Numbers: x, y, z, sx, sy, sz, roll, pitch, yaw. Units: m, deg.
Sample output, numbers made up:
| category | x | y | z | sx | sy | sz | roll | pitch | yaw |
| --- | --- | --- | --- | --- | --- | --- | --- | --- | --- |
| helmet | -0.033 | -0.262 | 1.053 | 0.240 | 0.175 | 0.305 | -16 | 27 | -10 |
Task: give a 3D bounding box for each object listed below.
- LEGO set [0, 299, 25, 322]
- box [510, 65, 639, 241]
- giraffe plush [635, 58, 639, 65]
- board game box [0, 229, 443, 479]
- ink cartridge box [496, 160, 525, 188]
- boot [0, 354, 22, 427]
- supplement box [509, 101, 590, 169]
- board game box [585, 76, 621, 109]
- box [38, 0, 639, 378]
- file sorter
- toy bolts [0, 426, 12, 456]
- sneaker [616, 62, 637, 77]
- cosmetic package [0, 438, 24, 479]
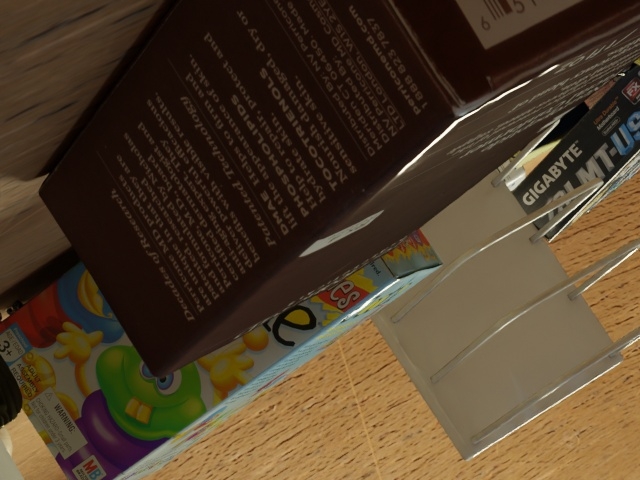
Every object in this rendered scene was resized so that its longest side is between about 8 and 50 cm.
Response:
| category | x | y | z | sx | sy | sz | roll | pitch | yaw |
| --- | --- | --- | --- | --- | --- | --- | --- | --- | --- |
| LEGO set | -0.245 | 0.074 | 1.407 | 0.083 | 0.023 | 0.054 | -33 | 174 | 15 |
| box | 0.344 | -0.152 | 1.910 | 0.295 | 0.073 | 0.293 | -50 | 169 | 33 |
| giraffe plush | 0.295 | -0.193 | 1.393 | 0.170 | 0.210 | 0.181 | -61 | 166 | 6 |
| board game box | -0.076 | 0.043 | 1.371 | 0.275 | 0.142 | 0.144 | -36 | 173 | 15 |
| ink cartridge box | 0.089 | -0.003 | 2.259 | 0.324 | 0.071 | 0.330 | -32 | 173 | 4 |
| boot | -0.350 | 0.145 | 1.208 | 0.269 | 0.089 | 0.236 | -34 | 163 | 21 |
| supplement box | 0.225 | -0.123 | 1.994 | 0.083 | 0.056 | 0.083 | -31 | 174 | -5 |
| board game box | 0.448 | -0.200 | 2.245 | 0.318 | 0.066 | 0.319 | -33 | 166 | 10 |
| box | 0.016 | -0.076 | 0.963 | 0.191 | 0.143 | 0.381 | -28 | 175 | -30 |
| file sorter | 0.154 | 0.008 | 1.699 | 0.193 | 0.277 | 0.173 | -28 | 169 | -30 |
| toy bolts | -0.342 | 0.260 | 1.721 | 0.158 | 0.218 | 0.228 | -41 | -171 | 26 |
| sneaker | 0.234 | -0.157 | 1.747 | 0.152 | 0.058 | 0.084 | -35 | 180 | -3 |
| cosmetic package | -0.330 | 0.346 | 1.425 | 0.329 | 0.393 | 0.327 | -31 | 175 | -3 |
